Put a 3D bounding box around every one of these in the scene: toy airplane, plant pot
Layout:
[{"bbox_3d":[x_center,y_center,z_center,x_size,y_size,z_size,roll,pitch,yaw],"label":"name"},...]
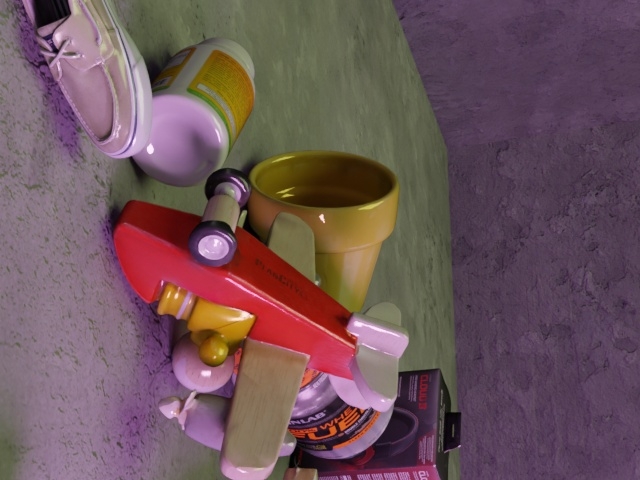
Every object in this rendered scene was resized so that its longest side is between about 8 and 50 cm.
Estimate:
[{"bbox_3d":[-0.077,0.119,1.409,0.386,0.272,0.384,-2,56,-55],"label":"toy airplane"},{"bbox_3d":[0.000,0.000,1.829,0.254,0.254,0.239,-67,162,-61],"label":"plant pot"}]

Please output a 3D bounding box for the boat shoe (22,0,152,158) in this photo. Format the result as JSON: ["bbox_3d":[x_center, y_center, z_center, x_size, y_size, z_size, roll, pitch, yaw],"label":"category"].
[{"bbox_3d":[-0.280,-0.233,1.201,0.094,0.109,0.302,-30,103,-57],"label":"boat shoe"}]

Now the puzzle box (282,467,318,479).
[{"bbox_3d":[-0.036,0.589,1.625,0.272,0.052,0.409,-66,154,-64],"label":"puzzle box"}]

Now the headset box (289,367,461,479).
[{"bbox_3d":[0.109,0.351,1.914,0.218,0.293,0.110,-79,157,-45],"label":"headset box"}]

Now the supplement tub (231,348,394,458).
[{"bbox_3d":[-0.016,0.208,1.698,0.338,0.207,0.207,54,33,-58],"label":"supplement tub"}]

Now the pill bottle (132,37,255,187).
[{"bbox_3d":[-0.166,-0.188,1.474,0.246,0.136,0.136,-72,150,-56],"label":"pill bottle"}]
